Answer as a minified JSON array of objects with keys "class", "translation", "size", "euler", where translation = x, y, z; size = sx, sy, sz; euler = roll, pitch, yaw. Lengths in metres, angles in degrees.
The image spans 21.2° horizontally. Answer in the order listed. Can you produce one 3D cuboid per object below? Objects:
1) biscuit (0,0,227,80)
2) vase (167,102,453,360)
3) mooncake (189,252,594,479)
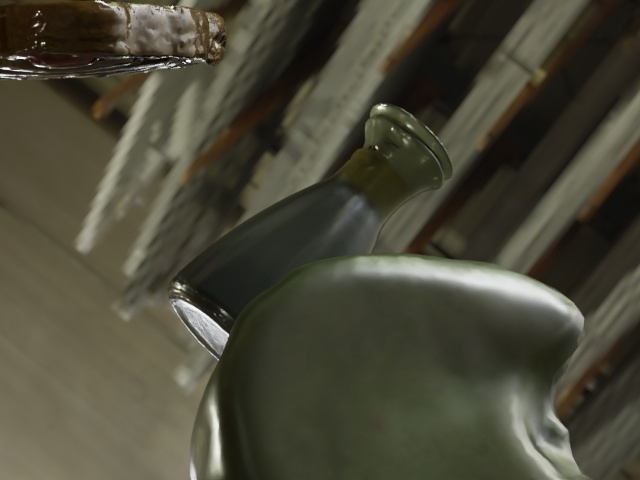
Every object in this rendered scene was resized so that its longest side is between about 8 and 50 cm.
[{"class":"biscuit","translation":[-0.256,-0.184,1.590],"size":[0.381,0.359,0.074],"euler":[-147,53,-76]},{"class":"vase","translation":[0.000,0.000,1.857],"size":[0.321,0.173,0.173],"euler":[-46,-6,-15]},{"class":"mooncake","translation":[0.066,0.181,1.304],"size":[0.351,0.351,0.187],"euler":[-49,-10,-32]}]
